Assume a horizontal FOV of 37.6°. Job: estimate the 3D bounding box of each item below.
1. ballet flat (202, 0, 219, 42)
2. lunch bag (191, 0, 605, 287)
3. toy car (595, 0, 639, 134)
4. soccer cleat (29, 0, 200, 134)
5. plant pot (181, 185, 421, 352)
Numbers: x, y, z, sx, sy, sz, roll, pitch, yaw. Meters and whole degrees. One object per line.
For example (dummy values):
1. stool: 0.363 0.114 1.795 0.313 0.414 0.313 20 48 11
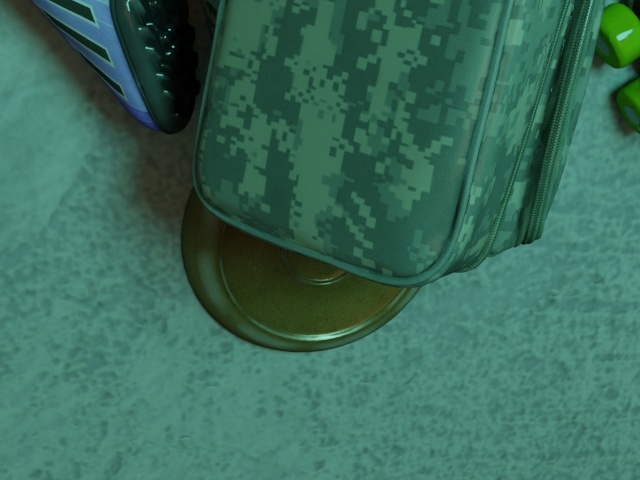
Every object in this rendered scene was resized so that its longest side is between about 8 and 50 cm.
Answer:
1. ballet flat: -0.051 -0.242 0.666 0.079 0.077 0.222 23 102 -5
2. lunch bag: 0.082 -0.140 0.646 0.256 0.212 0.305 -13 118 -59
3. toy car: 0.336 -0.151 0.744 0.155 0.188 0.149 -34 119 1
4. soccer cleat: -0.182 -0.207 0.633 0.116 0.109 0.318 -14 123 16
5. plant pot: 0.000 0.000 0.809 0.236 0.032 0.236 -6 116 -12
